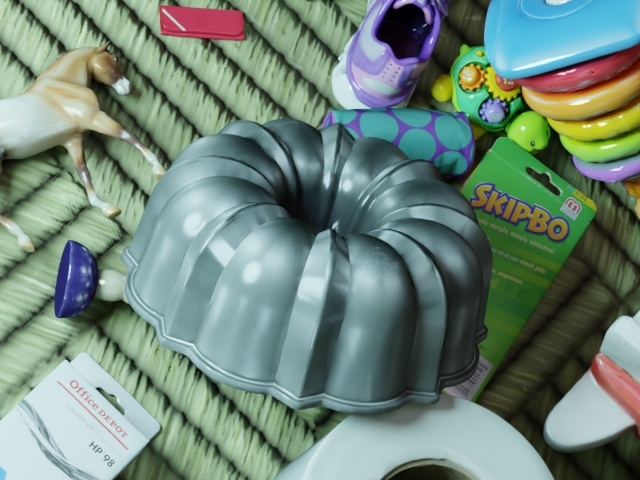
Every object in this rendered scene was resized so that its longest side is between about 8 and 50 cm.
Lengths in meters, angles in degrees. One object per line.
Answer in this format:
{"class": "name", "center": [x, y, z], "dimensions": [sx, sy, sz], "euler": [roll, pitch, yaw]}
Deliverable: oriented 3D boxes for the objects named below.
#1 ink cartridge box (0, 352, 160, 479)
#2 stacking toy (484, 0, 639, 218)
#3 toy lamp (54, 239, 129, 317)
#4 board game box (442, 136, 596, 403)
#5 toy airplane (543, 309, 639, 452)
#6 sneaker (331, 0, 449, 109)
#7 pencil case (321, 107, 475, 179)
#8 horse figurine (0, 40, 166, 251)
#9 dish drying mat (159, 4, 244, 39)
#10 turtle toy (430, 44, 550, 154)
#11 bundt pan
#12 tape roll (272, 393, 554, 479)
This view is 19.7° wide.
{"class": "ink cartridge box", "center": [-0.223, 0.178, 1.571], "dimensions": [0.104, 0.060, 0.180], "euler": [44, 63, 2]}
{"class": "stacking toy", "center": [0.288, -0.122, 1.792], "dimensions": [0.302, 0.165, 0.175], "euler": [60, 27, -32]}
{"class": "toy lamp", "center": [-0.096, 0.057, 1.652], "dimensions": [0.274, 0.080, 0.080], "euler": [8, 67, -16]}
{"class": "board game box", "center": [0.154, 0.030, 1.764], "dimensions": [0.124, 0.039, 0.259], "euler": [37, 70, -3]}
{"class": "toy airplane", "center": [0.388, 0.201, 1.587], "dimensions": [0.384, 0.272, 0.386], "euler": [1, 83, -14]}
{"class": "sneaker", "center": [0.087, -0.234, 1.813], "dimensions": [0.095, 0.104, 0.236], "euler": [21, 63, -9]}
{"class": "pencil case", "center": [0.072, -0.092, 1.774], "dimensions": [0.151, 0.064, 0.070], "euler": [-1, 108, -20]}
{"class": "horse figurine", "center": [-0.264, -0.078, 1.648], "dimensions": [0.263, 0.066, 0.174], "euler": [-26, 68, -20]}
{"class": "dish drying mat", "center": [-0.115, -0.211, 1.788], "dimensions": [0.083, 0.008, 0.032], "euler": [2, 68, -18]}
{"class": "turtle toy", "center": [0.178, -0.140, 1.826], "dimensions": [0.095, 0.066, 0.130], "euler": [-37, 96, -27]}
{"class": "bundt pan", "center": [0.000, 0.000, 1.589], "dimensions": [0.331, 0.124, 0.331], "euler": [11, 30, -7]}
{"class": "tape roll", "center": [0.070, 0.268, 1.576], "dimensions": [0.246, 0.169, 0.246], "euler": [6, 68, -16]}
